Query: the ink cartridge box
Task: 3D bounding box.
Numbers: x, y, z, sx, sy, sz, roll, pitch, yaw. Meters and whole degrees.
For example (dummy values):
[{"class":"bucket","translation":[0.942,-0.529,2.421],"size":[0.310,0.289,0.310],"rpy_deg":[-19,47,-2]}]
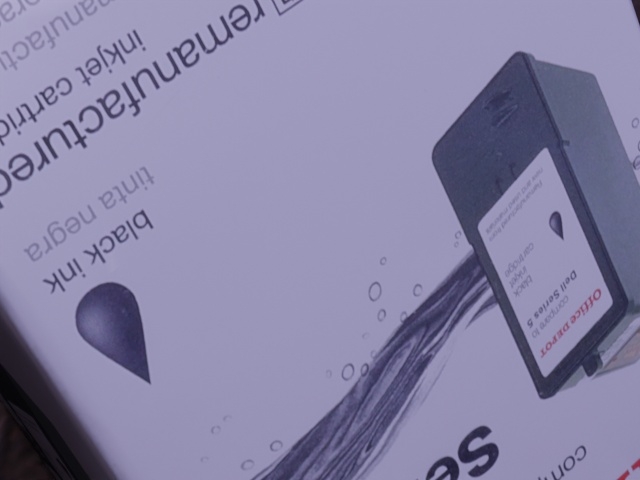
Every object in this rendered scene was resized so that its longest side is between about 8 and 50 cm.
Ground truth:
[{"class":"ink cartridge box","translation":[0.000,0.000,0.425],"size":[0.198,0.115,0.273],"rpy_deg":[-38,120,-18]}]
